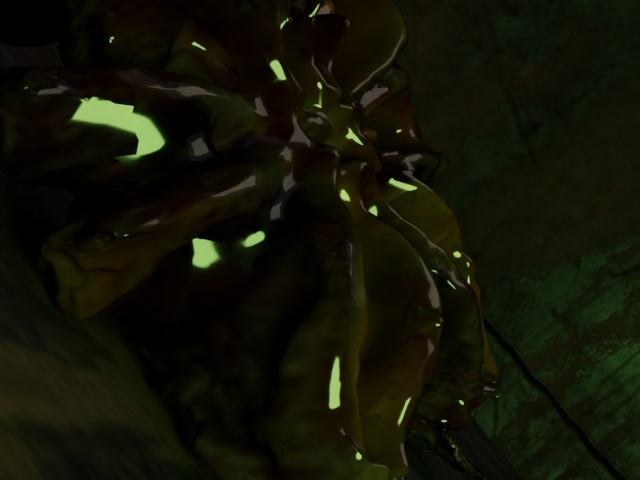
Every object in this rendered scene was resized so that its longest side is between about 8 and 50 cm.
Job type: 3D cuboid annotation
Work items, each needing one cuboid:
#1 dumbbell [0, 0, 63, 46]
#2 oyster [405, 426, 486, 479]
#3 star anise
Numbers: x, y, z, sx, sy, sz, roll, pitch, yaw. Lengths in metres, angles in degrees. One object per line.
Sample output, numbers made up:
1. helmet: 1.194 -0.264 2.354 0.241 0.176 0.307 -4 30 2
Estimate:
1. dumbbell: -0.124 -0.133 0.634 0.099 0.099 0.208 51 2 12
2. oyster: 0.069 0.110 1.117 0.105 0.056 0.177 62 -1 -20
3. star anise: -0.028 -0.019 0.500 0.190 0.125 0.220 47 32 -59
